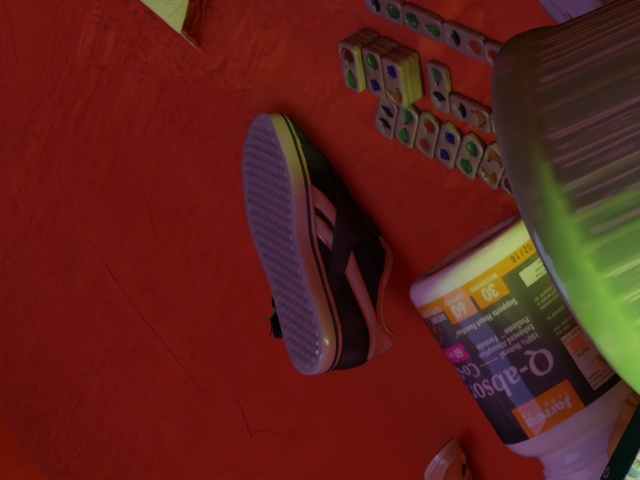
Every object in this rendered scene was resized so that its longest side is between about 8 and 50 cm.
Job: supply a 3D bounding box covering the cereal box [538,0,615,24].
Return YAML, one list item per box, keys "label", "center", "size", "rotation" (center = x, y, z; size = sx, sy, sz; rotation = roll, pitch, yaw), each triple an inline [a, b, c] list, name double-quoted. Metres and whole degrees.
- label: "cereal box"
  center: [0.265, -0.163, 1.587]
  size: [0.173, 0.047, 0.240]
  rotation: [48, 180, -14]

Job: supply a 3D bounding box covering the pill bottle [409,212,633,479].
- label: "pill bottle"
  center: [0.228, 0.122, 1.963]
  size: [0.278, 0.162, 0.162]
  rotation: [57, 152, -2]

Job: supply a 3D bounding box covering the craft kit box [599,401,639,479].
- label: "craft kit box"
  center: [0.374, 0.256, 1.731]
  size: [0.061, 0.247, 0.250]
  rotation: [-102, 32, -66]

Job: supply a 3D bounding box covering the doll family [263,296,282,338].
- label: "doll family"
  center: [-0.017, 0.095, 2.415]
  size: [0.111, 0.076, 0.193]
  rotation: [57, 147, 7]

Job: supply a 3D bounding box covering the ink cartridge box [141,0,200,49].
- label: "ink cartridge box"
  center: [-0.217, -0.328, 2.247]
  size: [0.181, 0.056, 0.225]
  rotation: [47, -175, 18]

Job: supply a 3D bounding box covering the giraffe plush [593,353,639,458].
- label: "giraffe plush"
  center: [0.368, 0.117, 1.783]
  size: [0.170, 0.181, 0.210]
  rotation: [110, 156, -45]

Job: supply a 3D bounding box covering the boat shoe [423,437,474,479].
- label: "boat shoe"
  center: [0.168, 0.304, 2.365]
  size: [0.059, 0.063, 0.170]
  rotation: [39, 157, 23]

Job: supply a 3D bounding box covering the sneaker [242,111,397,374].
- label: "sneaker"
  center: [0.000, 0.000, 2.247]
  size: [0.126, 0.127, 0.321]
  rotation: [-34, 66, 56]

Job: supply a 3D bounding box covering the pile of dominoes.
- label: "pile of dominoes"
  center: [0.120, -0.144, 1.975]
  size: [0.251, 0.040, 0.196]
  rotation: [30, 143, 39]

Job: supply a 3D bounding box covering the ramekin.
- label: "ramekin"
  center: [0.265, -0.042, 1.349]
  size: [0.148, 0.303, 0.303]
  rotation: [-27, 98, 27]
